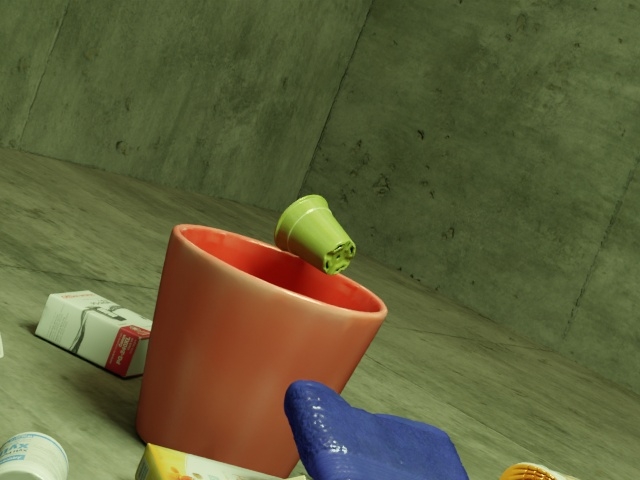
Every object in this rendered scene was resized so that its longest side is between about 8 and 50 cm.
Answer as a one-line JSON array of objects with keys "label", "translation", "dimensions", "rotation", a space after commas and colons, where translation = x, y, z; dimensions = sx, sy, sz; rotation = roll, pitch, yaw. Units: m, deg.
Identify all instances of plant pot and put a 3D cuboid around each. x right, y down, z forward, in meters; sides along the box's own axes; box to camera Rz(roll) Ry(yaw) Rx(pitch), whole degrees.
[{"label": "plant pot", "translation": [-0.088, 0.141, 1.612], "dimensions": [0.274, 0.243, 0.275], "rotation": [21, 7, -3]}, {"label": "plant pot", "translation": [0.000, 0.000, 1.662], "dimensions": [0.079, 0.083, 0.083], "rotation": [41, 18, 35]}]

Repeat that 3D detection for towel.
[{"label": "towel", "translation": [0.081, 0.284, 1.361], "dimensions": [0.227, 0.076, 0.308], "rotation": [24, 24, -29]}]

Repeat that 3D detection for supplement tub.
[{"label": "supplement tub", "translation": [-0.266, 0.220, 1.231], "dimensions": [0.071, 0.071, 0.107], "rotation": [20, 7, -8]}]

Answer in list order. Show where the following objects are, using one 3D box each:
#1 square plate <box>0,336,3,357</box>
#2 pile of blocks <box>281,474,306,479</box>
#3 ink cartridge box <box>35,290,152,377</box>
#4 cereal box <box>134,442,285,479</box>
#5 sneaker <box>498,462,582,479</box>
[{"label": "square plate", "translation": [-0.561, 0.058, 1.650], "dimensions": [0.344, 0.049, 0.347], "rotation": [19, 8, -19]}, {"label": "pile of blocks", "translation": [-0.048, 0.305, 1.146], "dimensions": [0.112, 0.149, 0.362], "rotation": [-13, 4, -1]}, {"label": "ink cartridge box", "translation": [-0.292, 0.124, 1.852], "dimensions": [0.150, 0.063, 0.109], "rotation": [24, 8, 17]}, {"label": "cereal box", "translation": [-0.059, 0.287, 1.399], "dimensions": [0.240, 0.047, 0.173], "rotation": [18, 10, -23]}, {"label": "sneaker", "translation": [0.373, 0.369, 1.838], "dimensions": [0.262, 0.099, 0.121], "rotation": [26, 4, 24]}]
